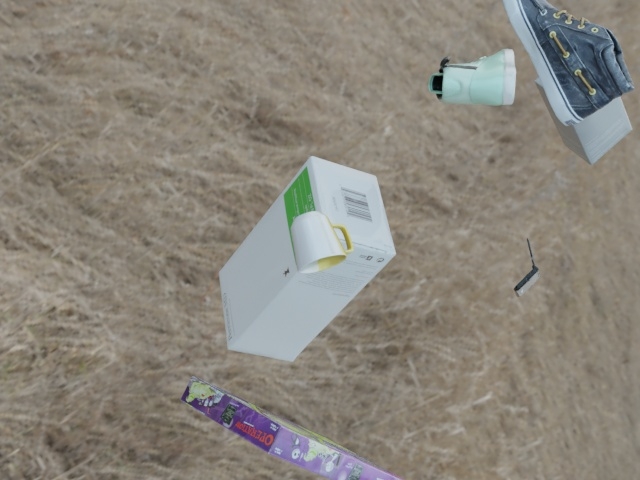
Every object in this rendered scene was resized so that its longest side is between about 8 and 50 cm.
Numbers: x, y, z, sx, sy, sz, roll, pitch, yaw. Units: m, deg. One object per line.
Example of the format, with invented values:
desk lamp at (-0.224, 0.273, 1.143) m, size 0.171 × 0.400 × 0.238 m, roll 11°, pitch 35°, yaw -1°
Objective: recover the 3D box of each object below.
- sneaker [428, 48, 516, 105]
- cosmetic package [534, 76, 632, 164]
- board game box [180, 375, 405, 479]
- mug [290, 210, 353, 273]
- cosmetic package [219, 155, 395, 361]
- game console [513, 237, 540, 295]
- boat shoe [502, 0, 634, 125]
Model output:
sneaker at (0.276, -0.304, 1.808) m, size 0.256 × 0.151 × 0.094 m, roll -62°, pitch 155°, yaw -73°
cosmetic package at (0.554, -0.283, 2.069) m, size 0.107 × 0.127 × 0.238 m, roll 50°, pitch 0°, yaw 45°
board game box at (-0.028, 0.309, 1.491) m, size 0.347 × 0.208 × 0.056 m, roll 35°, pitch 74°, yaw -44°
mug at (-0.004, 0.001, 1.197) m, size 0.078 × 0.062 × 0.064 m, roll 19°, pitch 50°, yaw -66°
cosmetic package at (-0.035, 0.044, 1.822) m, size 0.155 × 0.365 × 0.196 m, roll 15°, pitch 44°, yaw -30°
game console at (0.465, 0.064, 2.263) m, size 0.071 × 0.107 × 0.122 m, roll 45°, pitch 3°, yaw 18°
boat shoe at (0.260, -0.219, 1.040) m, size 0.065 × 0.083 × 0.183 m, roll -10°, pitch 74°, yaw -60°
